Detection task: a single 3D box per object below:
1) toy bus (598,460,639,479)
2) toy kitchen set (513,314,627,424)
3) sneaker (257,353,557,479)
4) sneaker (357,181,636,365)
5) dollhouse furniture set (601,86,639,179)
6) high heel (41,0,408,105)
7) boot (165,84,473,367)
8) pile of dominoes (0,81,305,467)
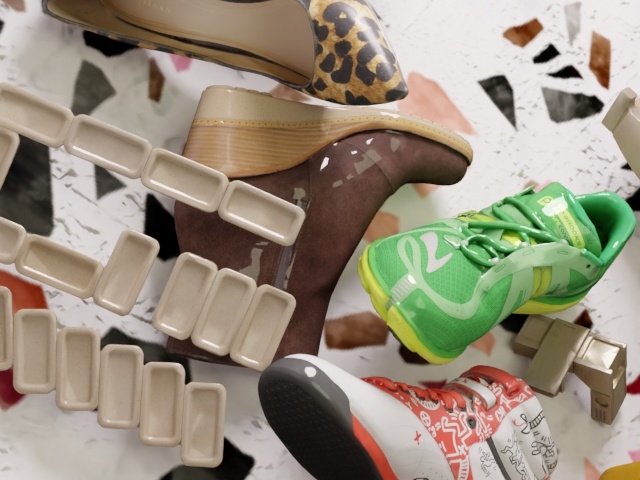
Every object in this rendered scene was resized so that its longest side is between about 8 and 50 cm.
[{"bbox_3d":[0.251,0.337,1.188,0.130,0.108,0.333,23,66,-17],"label":"toy bus"},{"bbox_3d":[0.195,0.115,1.274,0.083,0.075,0.068,19,56,25],"label":"toy kitchen set"},{"bbox_3d":[0.072,0.132,1.156,0.270,0.090,0.145,47,59,-27],"label":"sneaker"},{"bbox_3d":[0.136,0.006,1.184,0.295,0.123,0.109,-17,66,-51],"label":"sneaker"},{"bbox_3d":[0.310,-0.015,1.339,0.303,0.174,0.355,-24,64,-37],"label":"dollhouse furniture set"},{"bbox_3d":[-0.072,-0.143,1.138,0.186,0.093,0.261,-17,39,-32],"label":"high heel"},{"bbox_3d":[0.000,0.000,1.207,0.248,0.090,0.207,7,86,-28],"label":"boot"},{"bbox_3d":[-0.146,0.027,1.111,0.251,0.040,0.196,23,87,-2],"label":"pile of dominoes"}]
